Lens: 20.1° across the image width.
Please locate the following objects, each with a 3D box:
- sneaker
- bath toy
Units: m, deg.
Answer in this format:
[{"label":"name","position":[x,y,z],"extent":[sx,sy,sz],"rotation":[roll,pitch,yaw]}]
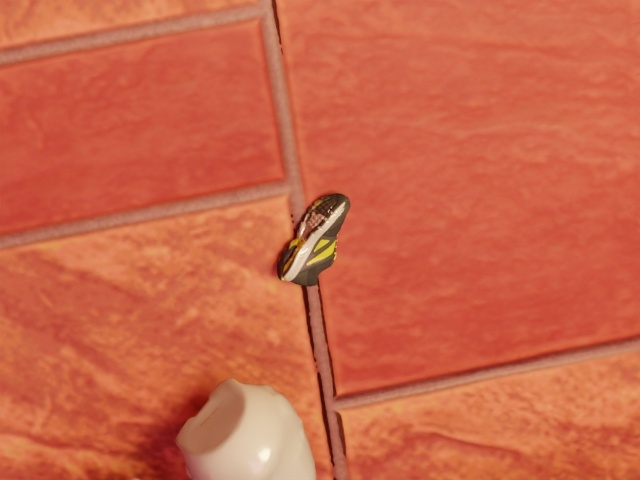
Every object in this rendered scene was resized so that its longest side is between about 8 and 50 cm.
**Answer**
[{"label":"sneaker","position":[0.000,0.000,1.388],"extent":[0.035,0.031,0.083],"rotation":[26,110,-33]},{"label":"bath toy","position":[-0.135,0.256,1.407],"extent":[0.348,0.151,0.129],"rotation":[-44,118,4]}]
